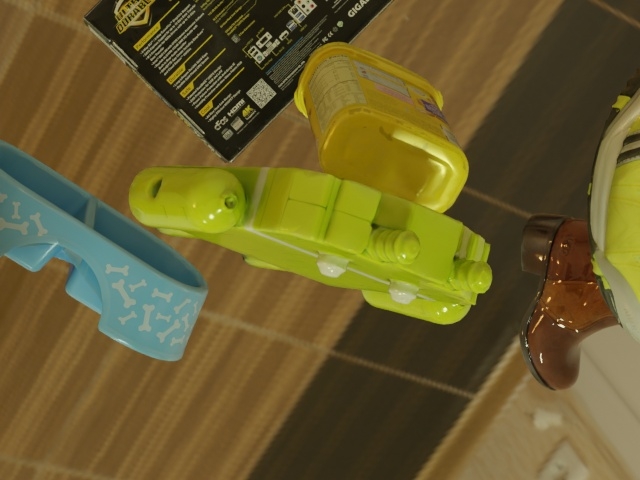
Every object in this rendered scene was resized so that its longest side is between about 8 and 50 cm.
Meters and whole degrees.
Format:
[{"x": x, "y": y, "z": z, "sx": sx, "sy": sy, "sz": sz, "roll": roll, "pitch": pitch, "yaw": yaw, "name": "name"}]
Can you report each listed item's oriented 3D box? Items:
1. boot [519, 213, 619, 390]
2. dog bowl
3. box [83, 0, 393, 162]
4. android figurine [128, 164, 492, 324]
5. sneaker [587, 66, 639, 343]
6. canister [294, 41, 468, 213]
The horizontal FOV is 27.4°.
[{"x": 0.394, "y": 0.102, "z": 1.650, "sx": 0.096, "sy": 0.280, "sz": 0.264, "roll": -25, "pitch": 120, "yaw": -46, "name": "boot"}, {"x": -0.234, "y": 0.001, "z": 1.237, "sx": 0.297, "sy": 0.166, "sz": 0.074, "roll": 34, "pitch": 97, "yaw": -14, "name": "dog bowl"}, {"x": -0.093, "y": -0.295, "z": 1.650, "sx": 0.257, "sy": 0.079, "sz": 0.322, "roll": 44, "pitch": 89, "yaw": -5, "name": "box"}, {"x": 0.000, "y": 0.000, "z": 0.893, "sx": 0.248, "sy": 0.273, "sz": 0.056, "roll": 22, "pitch": 82, "yaw": -37, "name": "android figurine"}, {"x": 0.304, "y": -0.098, "z": 0.860, "sx": 0.145, "sy": 0.147, "sz": 0.385, "roll": 23, "pitch": 96, "yaw": -21, "name": "sneaker"}, {"x": 0.049, "y": -0.093, "z": 1.077, "sx": 0.126, "sy": 0.170, "sz": 0.073, "roll": 22, "pitch": 110, "yaw": -15, "name": "canister"}]
